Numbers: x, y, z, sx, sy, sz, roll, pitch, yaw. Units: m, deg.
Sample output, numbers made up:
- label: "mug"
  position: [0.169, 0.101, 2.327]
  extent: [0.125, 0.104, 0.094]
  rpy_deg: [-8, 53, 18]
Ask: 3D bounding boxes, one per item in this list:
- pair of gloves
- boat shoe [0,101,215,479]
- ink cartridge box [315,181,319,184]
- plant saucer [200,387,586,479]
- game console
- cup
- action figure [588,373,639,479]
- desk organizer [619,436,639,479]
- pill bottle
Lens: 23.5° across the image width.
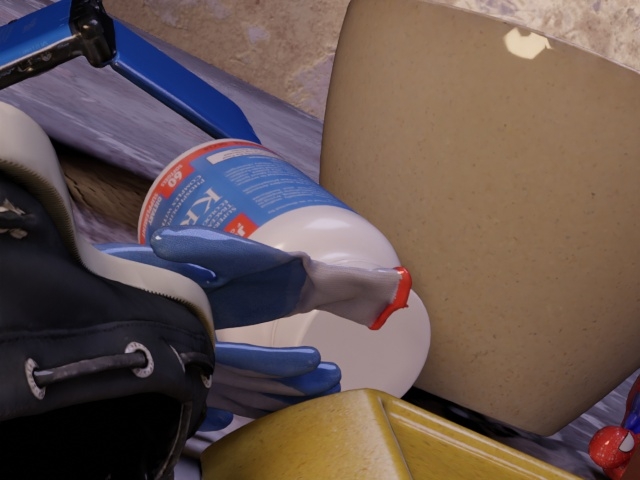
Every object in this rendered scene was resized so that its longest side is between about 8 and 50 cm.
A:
- label: "pair of gloves"
  position: [-0.053, 0.048, 0.719]
  extent: [0.159, 0.023, 0.198]
  rpy_deg: [5, -30, -15]
- label: "boat shoe"
  position: [-0.101, 0.060, 0.556]
  extent: [0.127, 0.113, 0.340]
  rpy_deg: [-11, -19, -2]
- label: "ink cartridge box"
  position: [0.000, 0.000, 1.309]
  extent: [0.191, 0.082, 0.139]
  rpy_deg: [22, 10, -14]
- label: "plant saucer"
  position: [0.118, 0.173, 0.652]
  extent: [0.333, 0.081, 0.333]
  rpy_deg: [24, 8, -10]
- label: "game console"
  position: [-0.200, -0.110, 1.309]
  extent: [0.293, 0.250, 0.173]
  rpy_deg: [-121, -173, -75]
- label: "cup"
  position: [0.129, -0.001, 1.093]
  extent: [0.331, 0.237, 0.331]
  rpy_deg: [23, -2, 1]
- label: "action figure"
  position: [0.314, 0.151, 1.176]
  extent: [0.280, 0.139, 0.091]
  rpy_deg: [16, 13, -38]
- label: "desk organizer"
  position: [0.242, 0.184, 1.028]
  extent: [0.047, 0.050, 0.130]
  rpy_deg: [24, 9, -13]
- label: "pill bottle"
  position: [-0.023, 0.024, 0.971]
  extent: [0.124, 0.124, 0.221]
  rpy_deg: [20, 9, -33]
